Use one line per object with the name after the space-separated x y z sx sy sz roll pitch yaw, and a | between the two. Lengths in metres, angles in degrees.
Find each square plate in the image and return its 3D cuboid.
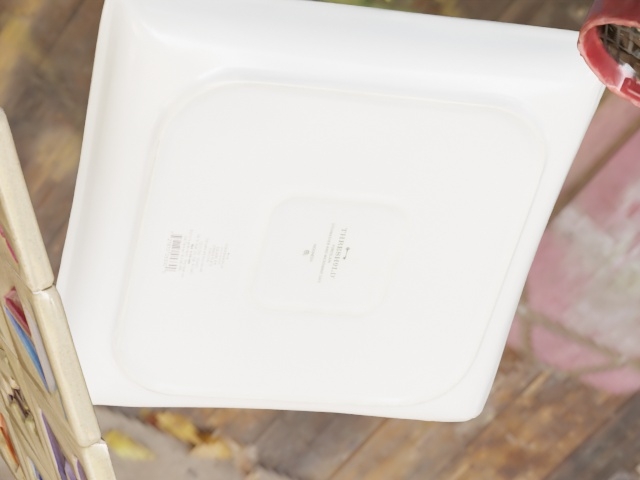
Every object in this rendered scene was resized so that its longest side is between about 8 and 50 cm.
0.000 0.000 1.151 0.344 0.347 0.049 4 36 -17 | square plate

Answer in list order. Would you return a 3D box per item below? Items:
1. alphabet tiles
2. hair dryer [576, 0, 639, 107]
-0.152 -0.032 0.618 0.011 0.285 0.342 -24 34 -19 | alphabet tiles
0.081 -0.159 0.449 0.080 0.223 0.294 58 20 -58 | hair dryer
